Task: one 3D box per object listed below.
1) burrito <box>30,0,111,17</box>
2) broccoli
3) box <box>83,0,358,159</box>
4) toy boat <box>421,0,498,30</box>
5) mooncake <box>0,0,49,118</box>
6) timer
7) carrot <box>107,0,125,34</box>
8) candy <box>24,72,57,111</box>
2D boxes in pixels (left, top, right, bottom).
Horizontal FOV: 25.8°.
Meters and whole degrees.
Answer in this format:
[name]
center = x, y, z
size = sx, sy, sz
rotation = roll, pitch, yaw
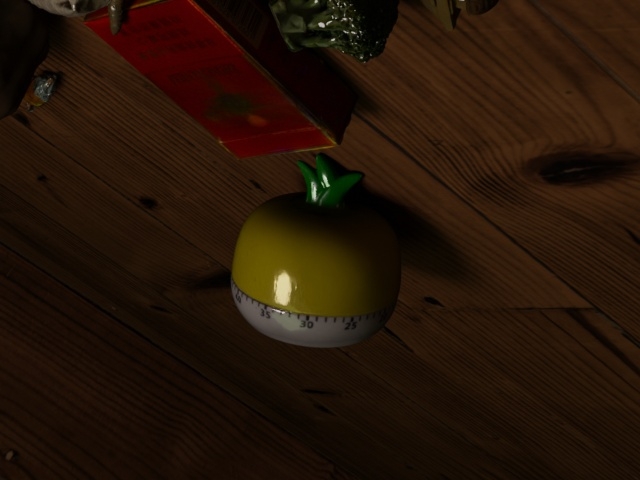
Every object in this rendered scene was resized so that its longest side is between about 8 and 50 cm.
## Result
[burrito]
center = -0.306, -0.309, 1.688
size = 0.059, 0.082, 0.275
rotation = 62, 165, -25
[broccoli]
center = 0.014, -0.264, 1.503
size = 0.146, 0.138, 0.162
rotation = 76, 170, -79
[box]
center = -0.123, -0.232, 1.798
size = 0.197, 0.089, 0.313
rotation = -6, 144, 42
[toy boat]
center = 0.131, -0.289, 1.357
size = 0.088, 0.068, 0.226
rotation = 17, 157, 17
[mooncake]
center = -0.556, -0.328, 2.070
size = 0.324, 0.187, 0.324
rotation = 28, 163, 9
[timer]
center = 0.000, 0.000, 2.113
size = 0.285, 0.285, 0.285
rotation = 26, 162, 9
[carrot]
center = -0.233, -0.342, 1.626
size = 0.049, 0.049, 0.254
rotation = 24, 135, 13
[candy]
center = -0.477, -0.254, 2.364
size = 0.046, 0.053, 0.182
rotation = 35, 163, -17
